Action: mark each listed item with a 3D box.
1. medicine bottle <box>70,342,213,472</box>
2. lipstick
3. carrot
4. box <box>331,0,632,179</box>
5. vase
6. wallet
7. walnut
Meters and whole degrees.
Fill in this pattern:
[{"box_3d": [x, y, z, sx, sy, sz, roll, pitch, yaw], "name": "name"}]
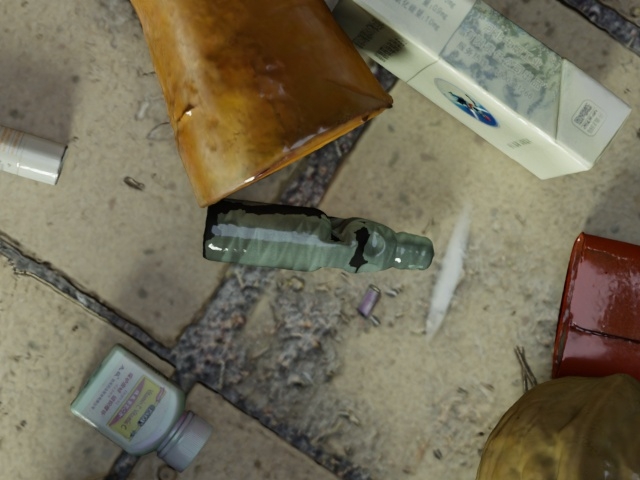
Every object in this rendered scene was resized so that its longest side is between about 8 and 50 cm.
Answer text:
[{"box_3d": [-0.158, 0.155, 1.436, 0.118, 0.055, 0.074, 38, 85, -5], "name": "medicine bottle"}, {"box_3d": [-0.299, -0.087, 1.429, 0.141, 0.040, 0.040, 16, 88, -6], "name": "lipstick"}, {"box_3d": [-0.075, -0.179, 1.375, 0.196, 0.196, 0.254, -28, 88, -6], "name": "carrot"}, {"box_3d": [0.134, -0.157, 1.414, 0.256, 0.164, 0.069, 35, 85, -5], "name": "box"}, {"box_3d": [0.000, 0.000, 1.452, 0.211, 0.060, 0.060, 6, 89, -7], "name": "vase"}, {"box_3d": [0.326, 0.081, 1.495, 0.204, 0.045, 0.142, 12, 89, -7], "name": "wallet"}, {"box_3d": [0.245, 0.226, 1.407, 0.228, 0.228, 0.228, 0, 90, -6], "name": "walnut"}]
